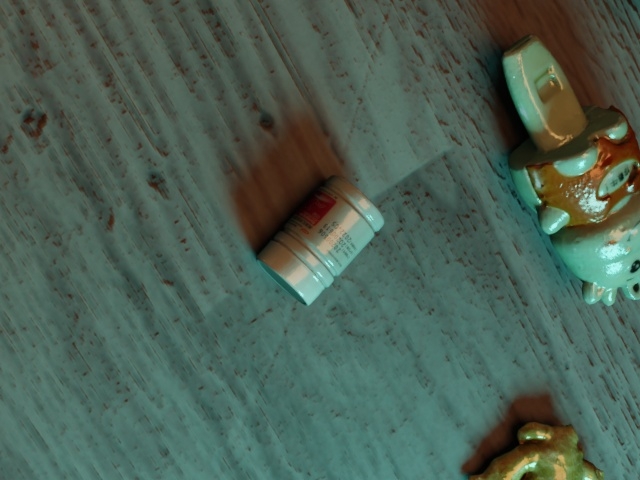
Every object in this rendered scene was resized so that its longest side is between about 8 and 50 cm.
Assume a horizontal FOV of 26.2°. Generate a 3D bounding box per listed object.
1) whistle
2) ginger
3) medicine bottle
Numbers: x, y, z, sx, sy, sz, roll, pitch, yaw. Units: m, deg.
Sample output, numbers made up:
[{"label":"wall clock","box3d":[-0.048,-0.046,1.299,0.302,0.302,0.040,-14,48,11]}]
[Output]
[{"label":"whistle","box3d":[0.218,-0.054,1.140,0.253,0.106,0.101,61,34,-18]},{"label":"ginger","box3d":[0.220,0.242,1.214,0.193,0.052,0.176,-5,106,-21]},{"label":"medicine bottle","box3d":[0.000,0.000,1.078,0.091,0.058,0.058,-48,113,-9]}]
